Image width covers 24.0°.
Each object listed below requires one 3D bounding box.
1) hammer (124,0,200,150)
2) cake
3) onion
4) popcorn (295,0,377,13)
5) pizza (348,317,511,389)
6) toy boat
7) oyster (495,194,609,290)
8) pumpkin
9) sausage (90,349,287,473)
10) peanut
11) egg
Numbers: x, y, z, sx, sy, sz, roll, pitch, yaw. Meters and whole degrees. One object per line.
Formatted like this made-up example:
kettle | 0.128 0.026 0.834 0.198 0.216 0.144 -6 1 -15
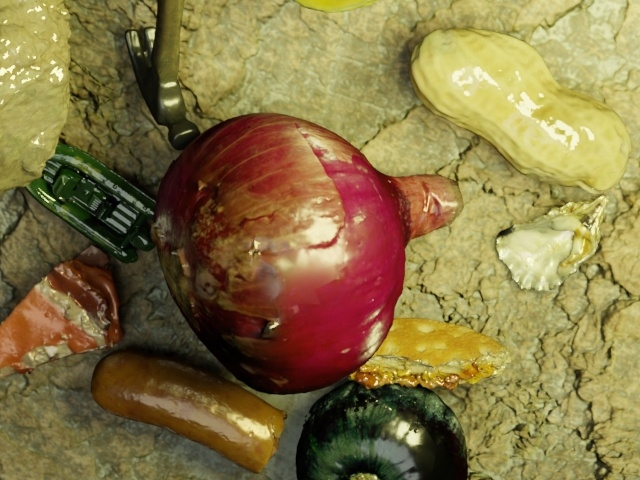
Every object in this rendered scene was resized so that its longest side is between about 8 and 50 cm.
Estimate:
hammer | -0.161 -0.308 1.702 0.044 0.168 0.440 -14 143 -24
cake | -0.374 0.134 2.022 0.287 0.098 0.135 -38 101 23
onion | 0.000 0.000 1.804 0.385 0.348 0.348 -18 113 -19
popcorn | 0.002 -0.390 1.642 0.293 0.237 0.293 4 120 7
pizza | 0.115 0.146 1.917 0.246 0.127 0.058 -4 118 -3
toy boat | -0.299 -0.055 1.951 0.210 0.052 0.104 35 118 -6
oyster | 0.281 0.001 1.862 0.122 0.045 0.146 12 122 3
pumpkin | 0.079 0.288 1.963 0.233 0.163 0.233 5 114 12
sausage | -0.179 0.221 2.020 0.270 0.109 0.109 21 115 1
peanut | 0.236 -0.154 1.765 0.290 0.130 0.130 35 115 -8
egg | -0.426 -0.190 1.803 0.279 0.279 0.310 24 101 1
